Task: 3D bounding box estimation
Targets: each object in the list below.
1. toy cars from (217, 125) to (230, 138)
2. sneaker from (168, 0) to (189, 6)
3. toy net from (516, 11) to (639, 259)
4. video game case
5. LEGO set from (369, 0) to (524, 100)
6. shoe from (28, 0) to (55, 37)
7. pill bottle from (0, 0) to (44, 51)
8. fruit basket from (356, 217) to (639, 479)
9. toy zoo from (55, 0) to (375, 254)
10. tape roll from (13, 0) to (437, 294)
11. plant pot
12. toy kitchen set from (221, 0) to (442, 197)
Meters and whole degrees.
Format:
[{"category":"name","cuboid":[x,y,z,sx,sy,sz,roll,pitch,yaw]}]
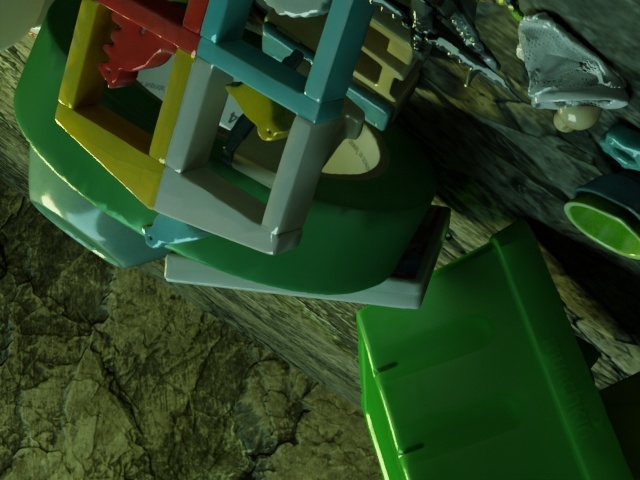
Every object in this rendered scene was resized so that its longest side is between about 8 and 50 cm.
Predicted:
[{"category":"toy cars","cuboid":[-0.098,-0.096,1.452,0.394,0.176,0.087,10,110,53]},{"category":"sneaker","cuboid":[-0.149,-0.186,1.389,0.094,0.081,0.208,38,170,0]},{"category":"toy net","cuboid":[0.187,-0.056,0.975,0.122,0.045,0.232,27,166,43]},{"category":"video game case","cuboid":[0.000,0.000,1.311,0.204,0.025,0.285,6,-166,8]},{"category":"LEGO set","cuboid":[-0.030,-0.199,0.619,0.331,0.192,0.255,34,170,10]},{"category":"shoe","cuboid":[-0.284,-0.238,1.651,0.081,0.063,0.178,41,174,-32]},{"category":"pill bottle","cuboid":[-0.399,-0.267,1.525,0.188,0.188,0.334,42,169,-31]},{"category":"fruit basket","cuboid":[0.241,0.187,1.309,0.392,0.392,0.283,31,151,24]},{"category":"toy zoo","cuboid":[-0.066,-0.123,0.929,0.192,0.293,0.030,32,-152,25]},{"category":"tape roll","cuboid":[-0.069,-0.081,1.162,0.321,0.077,0.321,24,-158,-11]},{"category":"plant pot","cuboid":[-0.223,-0.083,1.766,0.290,0.195,0.290,34,170,7]},{"category":"toy kitchen set","cuboid":[-0.018,-0.105,1.077,0.122,0.166,0.207,35,170,4]}]
